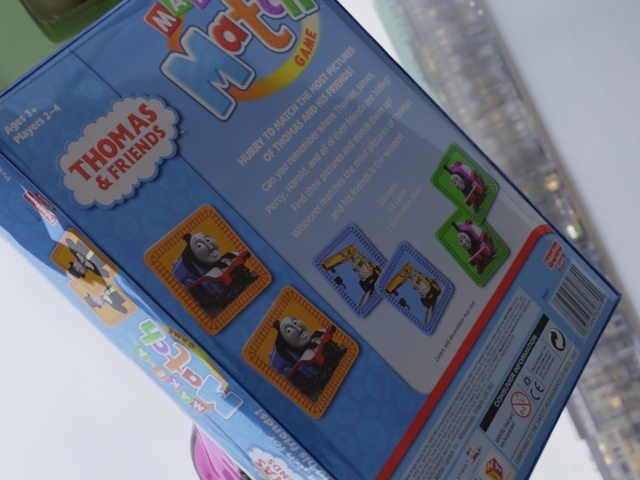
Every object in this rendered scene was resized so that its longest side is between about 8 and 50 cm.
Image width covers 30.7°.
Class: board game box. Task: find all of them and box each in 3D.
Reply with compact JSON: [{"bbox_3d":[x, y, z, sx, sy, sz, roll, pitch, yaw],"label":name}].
[{"bbox_3d":[0.000,0.000,0.409,0.211,0.039,0.160,46,-131,-7],"label":"board game box"}]

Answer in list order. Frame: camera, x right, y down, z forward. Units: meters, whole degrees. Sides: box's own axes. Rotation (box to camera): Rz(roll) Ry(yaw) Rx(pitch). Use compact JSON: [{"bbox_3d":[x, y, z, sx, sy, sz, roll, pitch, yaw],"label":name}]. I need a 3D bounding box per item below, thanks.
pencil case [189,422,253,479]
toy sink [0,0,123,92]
[{"bbox_3d":[-0.030,0.094,0.723,0.209,0.095,0.098,103,165,-53],"label":"pencil case"},{"bbox_3d":[-0.089,-0.173,0.507,0.131,0.234,0.153,57,175,25],"label":"toy sink"}]
